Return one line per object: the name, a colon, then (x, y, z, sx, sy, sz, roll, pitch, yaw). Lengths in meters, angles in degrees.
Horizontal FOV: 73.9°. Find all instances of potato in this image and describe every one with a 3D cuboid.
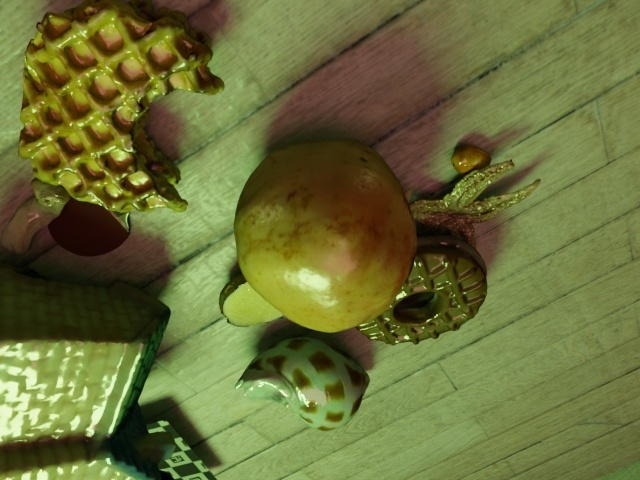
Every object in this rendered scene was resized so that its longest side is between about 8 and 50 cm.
potato: (-0.124, 0.105, 0.929, 0.200, 0.081, 0.164, -22, 135, -2)

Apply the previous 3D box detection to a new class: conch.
conch: (-0.019, 0.346, 1.036, 0.249, 0.197, 0.368, -11, 139, 41)

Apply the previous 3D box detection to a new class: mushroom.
mushroom: (-0.525, -0.041, 0.772, 0.202, 0.054, 0.059, -38, 84, 21)

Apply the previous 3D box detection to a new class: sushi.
sushi: (-0.501, 0.607, 1.183, 0.342, 0.064, 0.360, -15, 125, 4)

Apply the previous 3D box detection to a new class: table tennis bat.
table tennis bat: (-0.414, -0.045, 0.812, 0.220, 0.019, 0.130, -27, 122, 8)

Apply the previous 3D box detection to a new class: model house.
model house: (-0.496, 0.303, 0.849, 0.399, 0.395, 0.446, 12, 102, -36)

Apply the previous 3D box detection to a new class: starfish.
starfish: (0.302, -0.044, 0.925, 0.298, 0.060, 0.303, -7, 134, -8)

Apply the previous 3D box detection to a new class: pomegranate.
pomegranate: (0.000, 0.000, 0.751, 0.341, 0.343, 0.343, -5, 123, -8)

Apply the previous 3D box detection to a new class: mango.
mango: (0.307, -0.162, 0.860, 0.089, 0.046, 0.060, -1, 122, -16)

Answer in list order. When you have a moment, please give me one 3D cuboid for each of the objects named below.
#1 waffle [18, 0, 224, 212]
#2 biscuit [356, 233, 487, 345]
waffle: (-0.303, -0.202, 0.658, 0.260, 0.151, 0.325, 16, 114, -22)
biscuit: (0.215, 0.119, 0.960, 0.331, 0.103, 0.332, -4, 133, -4)
